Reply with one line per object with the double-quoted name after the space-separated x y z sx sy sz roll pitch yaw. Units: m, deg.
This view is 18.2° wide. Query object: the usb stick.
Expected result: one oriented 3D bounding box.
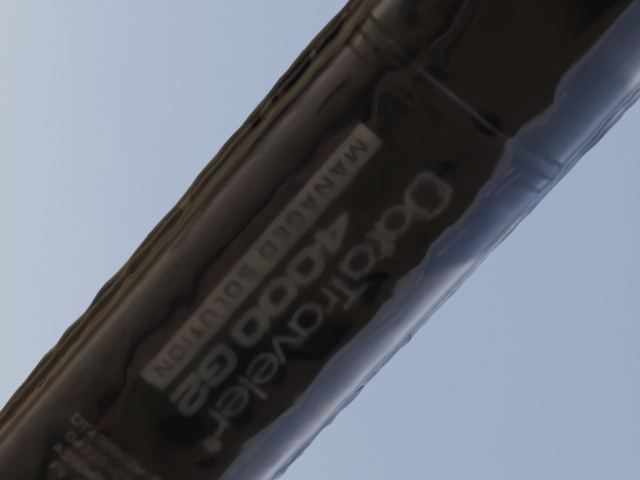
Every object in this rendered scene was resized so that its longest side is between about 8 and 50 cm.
0.000 0.000 0.551 0.278 0.077 0.045 -48 -168 19 "usb stick"
